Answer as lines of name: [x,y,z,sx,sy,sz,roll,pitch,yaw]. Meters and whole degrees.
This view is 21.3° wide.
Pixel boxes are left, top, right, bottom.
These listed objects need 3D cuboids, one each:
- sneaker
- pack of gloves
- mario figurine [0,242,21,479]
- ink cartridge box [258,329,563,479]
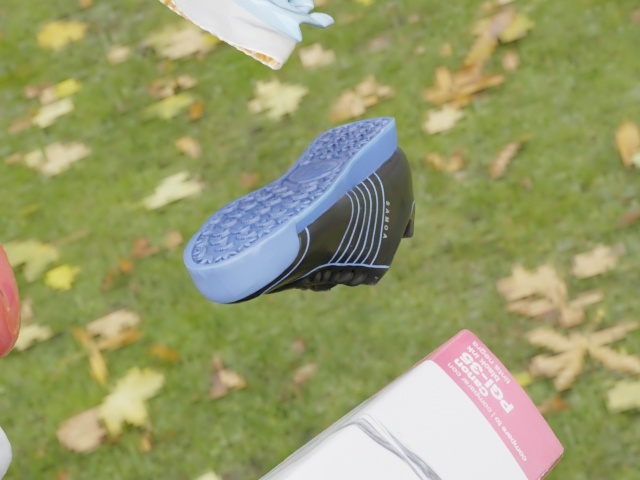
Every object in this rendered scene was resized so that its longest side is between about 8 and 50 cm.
sneaker: [0.000,0.000,1.072,0.081,0.090,0.232,-7,20,34]
pack of gloves: [-0.080,-0.188,1.070,0.046,0.195,0.232,-61,-2,16]
mario figurine: [-0.262,0.104,0.805,0.170,0.198,0.320,21,61,12]
ink cartridge box: [0.006,0.194,1.099,0.207,0.117,0.283,-39,-5,33]
